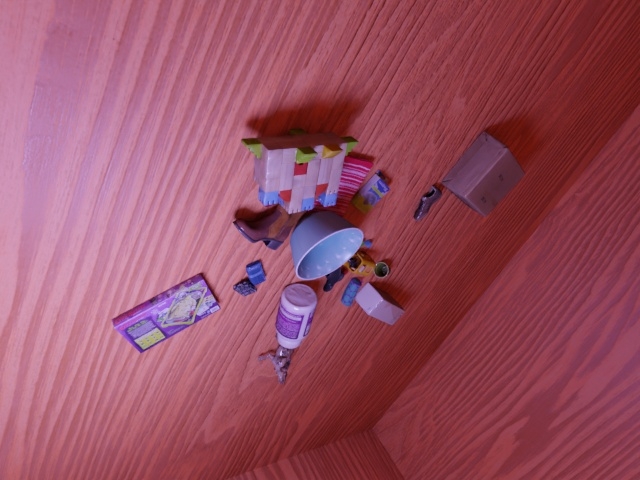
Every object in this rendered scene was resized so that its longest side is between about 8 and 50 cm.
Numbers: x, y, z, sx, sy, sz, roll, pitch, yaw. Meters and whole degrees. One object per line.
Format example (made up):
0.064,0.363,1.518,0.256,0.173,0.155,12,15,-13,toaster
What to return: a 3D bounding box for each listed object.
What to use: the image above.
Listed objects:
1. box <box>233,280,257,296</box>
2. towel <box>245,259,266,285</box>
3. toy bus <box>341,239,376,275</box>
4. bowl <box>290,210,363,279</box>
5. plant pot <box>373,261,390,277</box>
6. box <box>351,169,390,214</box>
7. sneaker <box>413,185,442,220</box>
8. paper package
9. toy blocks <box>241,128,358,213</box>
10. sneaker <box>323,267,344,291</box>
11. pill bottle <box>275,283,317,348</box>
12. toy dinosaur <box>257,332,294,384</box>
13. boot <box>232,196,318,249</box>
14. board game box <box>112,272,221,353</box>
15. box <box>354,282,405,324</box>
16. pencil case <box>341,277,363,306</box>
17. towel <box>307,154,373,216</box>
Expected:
-0.313,0.201,1.717,0.067,0.018,0.083,-23,144,15,box
-0.267,0.137,1.704,0.067,0.029,0.120,-26,140,-16,towel
0.176,0.108,1.976,0.202,0.104,0.191,-26,139,-18,toy bus
0.000,0.000,1.656,0.311,0.163,0.312,-28,153,-15,bowl
0.336,0.159,2.185,0.083,0.083,0.079,-53,151,15,plant pot
0.220,-0.204,1.763,0.178,0.042,0.109,-47,142,9,box
0.509,-0.186,2.013,0.071,0.066,0.188,34,97,-34,sneaker
0.805,-0.314,2.035,0.324,0.168,0.309,20,114,-48,paper package
-0.075,-0.213,1.382,0.381,0.191,0.261,-13,131,-30,toy blocks
0.048,0.177,1.982,0.089,0.051,0.170,30,120,-31,sneaker
-0.121,0.361,1.928,0.169,0.169,0.302,-11,133,-32,pill bottle
-0.185,0.584,2.137,0.296,0.127,0.200,-57,148,1,toy dinosaur
-0.156,-0.108,1.508,0.280,0.096,0.264,-50,138,10,boot
-0.576,0.281,1.579,0.346,0.056,0.208,-28,144,-15,board game box
0.336,0.361,2.320,0.121,0.148,0.311,-48,142,8,box
0.162,0.269,2.152,0.070,0.064,0.152,8,123,-25,pencil case
0.081,-0.216,1.648,0.198,0.031,0.275,7,122,-42,towel
